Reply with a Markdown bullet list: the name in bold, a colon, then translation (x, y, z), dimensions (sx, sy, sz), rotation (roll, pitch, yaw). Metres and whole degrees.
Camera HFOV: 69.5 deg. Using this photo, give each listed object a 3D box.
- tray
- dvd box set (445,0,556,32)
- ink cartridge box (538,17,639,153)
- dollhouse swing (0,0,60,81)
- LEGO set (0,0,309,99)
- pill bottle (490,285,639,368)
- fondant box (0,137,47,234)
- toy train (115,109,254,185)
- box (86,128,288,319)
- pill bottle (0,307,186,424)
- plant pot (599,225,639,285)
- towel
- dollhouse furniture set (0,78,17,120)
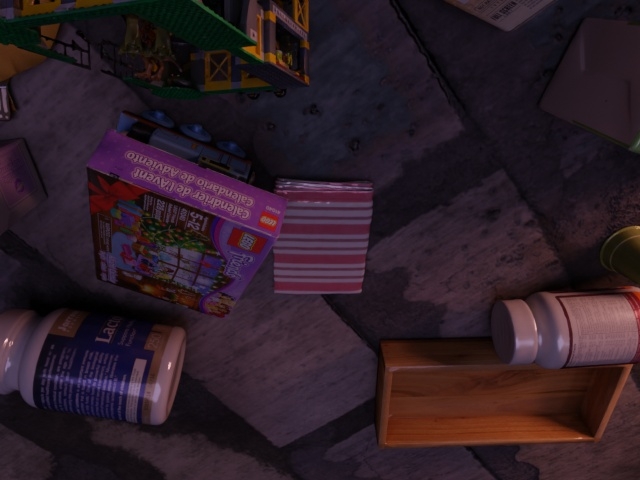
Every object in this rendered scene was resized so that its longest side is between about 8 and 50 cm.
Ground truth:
- **tray**: translation (0.308, 0.272, 0.827), dimensions (0.410, 0.076, 0.203), rotation (-1, 119, -2)
- **dvd box set**: translation (0.085, -0.336, 0.346), dimensions (0.419, 0.307, 0.062), rotation (16, 80, -16)
- **ink cartridge box**: translation (0.472, -0.135, 0.526), dimensions (0.353, 0.207, 0.119), rotation (14, 117, -9)
- **dollhouse swing**: translation (-0.477, -0.316, 0.397), dimensions (0.346, 0.305, 0.315), rotation (-36, 86, -18)
- **LEGO set**: translation (-0.132, -0.252, 0.402), dimensions (0.254, 0.331, 0.192), rotation (3, 96, 27)
- **pill bottle**: translation (0.395, 0.138, 0.727), dimensions (0.220, 0.121, 0.121), rotation (-4, 119, 0)
- **fondant box**: translation (-0.549, -0.029, 0.536), dimensions (0.329, 0.238, 0.096), rotation (-4, 118, 1)
- **toy train**: translation (-0.173, -0.101, 0.583), dimensions (0.184, 0.105, 0.080), rotation (21, 116, -14)
- **box**: translation (-0.182, 0.005, 0.592), dimensions (0.200, 0.057, 0.293), rotation (20, 147, -13)
- **pill bottle**: translation (-0.355, 0.188, 0.712), dimensions (0.264, 0.153, 0.153), rotation (11, 118, -9)
- **plant pot**: translation (0.483, 0.033, 0.695), dimensions (0.083, 0.079, 0.084), rotation (0, 120, -1)
- **towel**: translation (0.000, 0.000, 0.693), dimensions (0.144, 0.029, 0.197), rotation (2, 122, -3)
- **dollhouse furniture set**: translation (-0.464, -0.191, 0.571), dimensions (0.151, 0.058, 0.076), rotation (-3, 114, -22)
